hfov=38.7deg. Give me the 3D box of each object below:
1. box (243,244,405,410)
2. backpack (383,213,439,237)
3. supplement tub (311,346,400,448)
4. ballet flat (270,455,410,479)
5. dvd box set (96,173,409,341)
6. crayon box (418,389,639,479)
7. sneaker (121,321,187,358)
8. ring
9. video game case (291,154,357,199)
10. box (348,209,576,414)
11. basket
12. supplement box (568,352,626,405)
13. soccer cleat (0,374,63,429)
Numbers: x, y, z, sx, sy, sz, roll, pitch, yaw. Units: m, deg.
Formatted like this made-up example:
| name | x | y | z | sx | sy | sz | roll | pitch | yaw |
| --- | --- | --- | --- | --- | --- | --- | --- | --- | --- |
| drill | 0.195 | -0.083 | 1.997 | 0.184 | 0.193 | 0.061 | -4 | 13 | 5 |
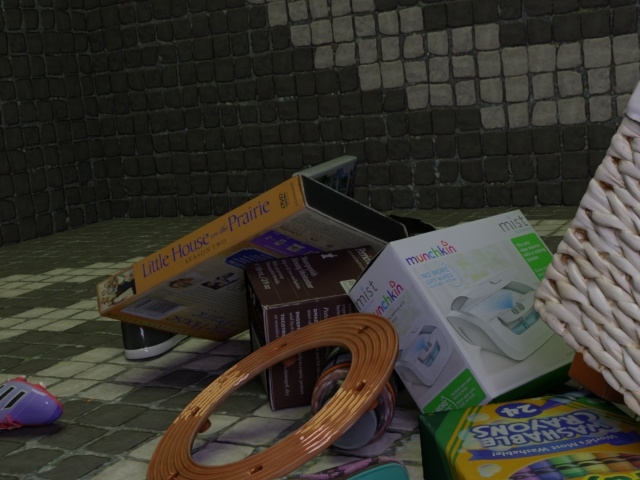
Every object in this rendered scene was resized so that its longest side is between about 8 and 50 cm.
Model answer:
| name | x | y | z | sx | sy | sz | roll | pitch | yaw |
| --- | --- | --- | --- | --- | --- | --- | --- | --- | --- |
| box | 0.004 | 0.123 | 1.336 | 0.203 | 0.167 | 0.168 | -9 | 22 | -12 |
| backpack | 0.131 | 0.044 | 1.737 | 0.225 | 0.191 | 0.253 | -3 | 17 | 2 |
| supplement tub | 0.045 | 0.194 | 1.158 | 0.106 | 0.106 | 0.198 | -4 | 11 | 10 |
| ballet flat | -0.009 | 0.264 | 0.909 | 0.221 | 0.077 | 0.079 | -7 | -10 | -37 |
| dvd box set | -0.104 | 0.046 | 1.469 | 0.420 | 0.062 | 0.307 | -27 | -28 | 28 |
| crayon box | 0.230 | 0.237 | 0.856 | 0.203 | 0.083 | 0.323 | -7 | 10 | -7 |
| sneaker | -0.302 | 0.115 | 1.724 | 0.104 | 0.147 | 0.296 | -6 | 8 | 9 |
| ring | -0.053 | 0.195 | 1.059 | 0.336 | 0.032 | 0.336 | -28 | 16 | 9 |
| video game case | 0.000 | 0.000 | 1.759 | 0.036 | 0.300 | 0.329 | 9 | 13 | 16 |
| box | 0.209 | 0.101 | 1.188 | 0.262 | 0.231 | 0.127 | -13 | -28 | -38 |
| basket | 0.432 | 0.049 | 0.819 | 0.331 | 0.266 | 0.328 | 6 | 31 | -32 |
| supplement box | 0.400 | 0.155 | 1.012 | 0.233 | 0.080 | 0.078 | 18 | 5 | -18 |
| soccer cleat | -0.482 | 0.246 | 1.313 | 0.248 | 0.083 | 0.095 | 4 | 42 | 24 |
